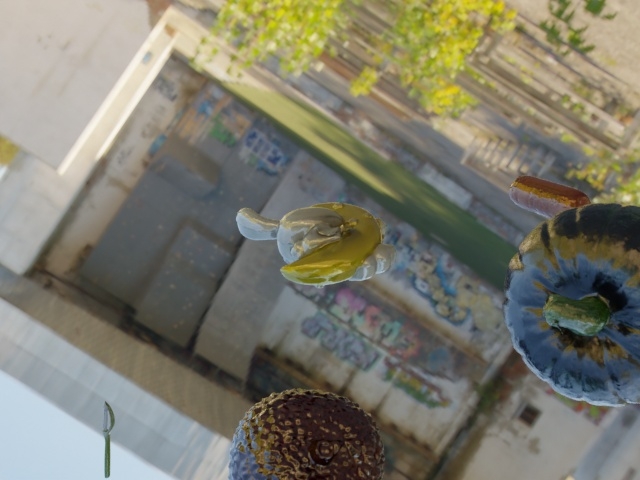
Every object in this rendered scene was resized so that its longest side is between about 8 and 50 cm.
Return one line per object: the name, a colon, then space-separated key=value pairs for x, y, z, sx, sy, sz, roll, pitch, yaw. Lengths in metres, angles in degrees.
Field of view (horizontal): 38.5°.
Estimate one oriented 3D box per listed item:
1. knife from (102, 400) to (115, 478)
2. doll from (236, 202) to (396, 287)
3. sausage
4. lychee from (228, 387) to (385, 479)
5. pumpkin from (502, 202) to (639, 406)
knife: x=-0.443 y=0.417 z=1.911 sx=0.026 sy=0.184 sz=0.022 roll=8 pitch=-160 yaw=6
doll: x=0.000 y=0.000 z=1.592 sx=0.237 sy=0.252 sz=0.111 roll=-120 pitch=25 yaw=-51
sausage: x=0.469 y=-0.087 z=1.895 sx=0.076 sy=0.076 sz=0.198 roll=35 pitch=175 yaw=-38
lychee: x=-0.025 y=0.361 z=1.459 sx=0.261 sy=0.260 sz=0.260 roll=34 pitch=178 yaw=1
pumpkin: x=0.324 y=0.080 z=1.079 sx=0.248 sy=0.248 sz=0.248 roll=34 pitch=178 yaw=1
